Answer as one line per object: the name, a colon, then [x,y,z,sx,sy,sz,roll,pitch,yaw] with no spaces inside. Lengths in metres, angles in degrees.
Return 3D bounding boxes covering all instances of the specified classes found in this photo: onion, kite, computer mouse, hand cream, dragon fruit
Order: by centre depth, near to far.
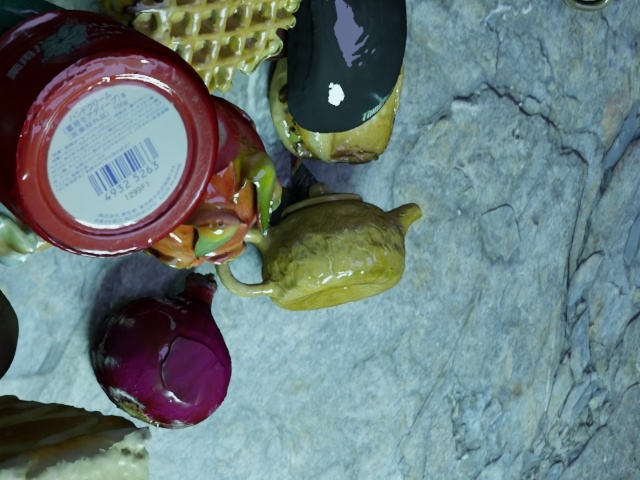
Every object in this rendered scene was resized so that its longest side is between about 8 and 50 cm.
hand cream: [-0.222,-0.103,1.283,0.230,0.149,0.230,-17,122,-29]
dragon fruit: [-0.156,-0.068,1.593,0.224,0.224,0.227,-53,159,-21]
computer mouse: [0.041,-0.262,1.672,0.170,0.100,0.269,-21,118,-46]
onion: [-0.181,0.135,1.711,0.195,0.139,0.218,49,63,-37]
kite: [-0.030,-0.071,1.892,0.090,0.004,0.122,-5,107,-45]

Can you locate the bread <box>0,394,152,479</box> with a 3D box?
bread: [-0.397,0.315,1.329,0.390,0.371,0.279,-8,98,-43]

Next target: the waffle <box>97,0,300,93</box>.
waffle: [-0.118,-0.251,1.432,0.238,0.058,0.243,-46,147,-2]

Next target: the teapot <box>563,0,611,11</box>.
teapot: [0.478,-0.499,2.195,0.175,0.186,0.268,10,128,-17]

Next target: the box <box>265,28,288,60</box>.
box: [-0.060,-0.432,1.659,0.263,0.108,0.404,15,92,-50]

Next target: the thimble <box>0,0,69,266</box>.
thimble: [-0.343,-0.123,1.411,0.254,0.167,0.288,-6,106,-46]

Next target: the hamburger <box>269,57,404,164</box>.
hamburger: [0.025,-0.203,1.830,0.213,0.108,0.214,-18,117,-42]

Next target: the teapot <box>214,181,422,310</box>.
teapot: [0.000,0.000,1.838,0.311,0.203,0.167,-9,77,-17]

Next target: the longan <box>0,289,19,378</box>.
longan: [-0.415,0.093,1.402,0.187,0.167,0.167,17,90,-19]
